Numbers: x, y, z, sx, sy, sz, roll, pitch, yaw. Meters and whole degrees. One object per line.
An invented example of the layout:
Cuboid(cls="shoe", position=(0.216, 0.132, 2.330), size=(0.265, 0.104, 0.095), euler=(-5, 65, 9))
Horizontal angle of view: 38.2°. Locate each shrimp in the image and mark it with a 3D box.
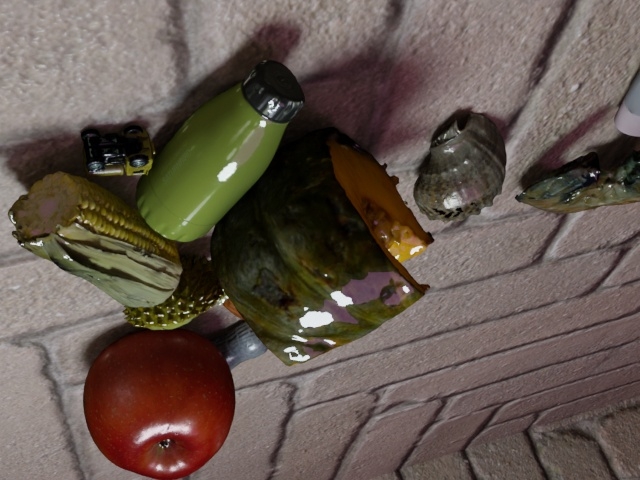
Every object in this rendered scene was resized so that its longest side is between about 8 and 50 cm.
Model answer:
Cuboid(cls="shrimp", position=(0.477, -0.113, 1.468), size=(0.272, 0.085, 0.445), euler=(-5, 170, -14))

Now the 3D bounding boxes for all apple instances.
Cuboid(cls="apple", position=(-0.273, 0.282, 1.577), size=(0.261, 0.216, 0.260), euler=(-10, 134, -10))

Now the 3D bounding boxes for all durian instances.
Cuboid(cls="durian", position=(-0.199, 0.068, 1.363), size=(0.208, 0.146, 0.102), euler=(-12, 112, 4))

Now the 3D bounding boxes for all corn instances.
Cuboid(cls="corn", position=(-0.277, 0.007, 1.175), size=(0.122, 0.123, 0.305), euler=(-10, 159, 16))

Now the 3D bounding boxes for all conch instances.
Cuboid(cls="conch", position=(0.212, -0.111, 1.386), size=(0.155, 0.130, 0.207), euler=(-44, 142, -33))

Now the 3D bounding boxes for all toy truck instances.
Cuboid(cls="toy truck", position=(-0.240, -0.102, 1.100), size=(0.083, 0.049, 0.054), euler=(-7, 158, -19))

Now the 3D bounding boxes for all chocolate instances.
Cuboid(cls="chocolate", position=(-0.164, 0.202, 1.701), size=(0.167, 0.072, 0.072), euler=(-27, 153, 11))

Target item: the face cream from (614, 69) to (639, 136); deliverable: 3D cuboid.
Cuboid(cls="face cream", position=(0.514, -0.250, 1.336), size=(0.108, 0.073, 0.269), euler=(-10, 152, -7))

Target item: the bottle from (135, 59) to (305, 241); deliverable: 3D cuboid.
Cuboid(cls="bottle", position=(-0.117, -0.108, 1.105), size=(0.112, 0.112, 0.260), euler=(6, 143, -42))

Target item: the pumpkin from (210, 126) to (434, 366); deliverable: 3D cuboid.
Cuboid(cls="pumpkin", position=(0.000, 0.000, 1.206), size=(0.225, 0.256, 0.303), euler=(-39, -174, 14))

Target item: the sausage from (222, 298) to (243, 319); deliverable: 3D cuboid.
Cuboid(cls="sausage", position=(-0.041, 0.071, 1.504), size=(0.259, 0.113, 0.113), euler=(-8, 151, -24))
